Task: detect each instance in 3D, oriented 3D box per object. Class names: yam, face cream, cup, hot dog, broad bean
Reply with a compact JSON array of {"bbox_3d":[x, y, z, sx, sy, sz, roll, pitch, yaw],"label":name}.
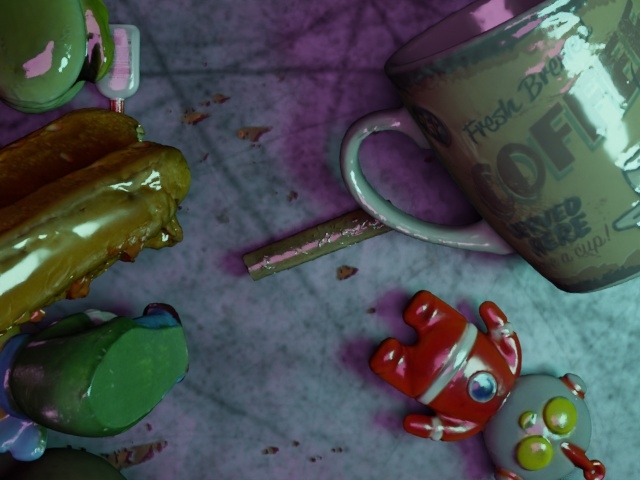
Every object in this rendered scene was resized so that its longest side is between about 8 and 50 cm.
[{"bbox_3d":[0.000,0.000,1.232,0.145,0.032,0.032,-21,96,-6],"label":"yam"},{"bbox_3d":[-0.181,-0.150,1.206,0.040,0.021,0.083,1,93,-7],"label":"face cream"},{"bbox_3d":[0.173,-0.076,1.168,0.301,0.227,0.257,-25,101,13],"label":"cup"},{"bbox_3d":[-0.259,0.008,1.099,0.349,0.158,0.117,-34,139,-35],"label":"hot dog"},{"bbox_3d":[-0.279,-0.206,1.155,0.228,0.100,0.169,27,83,-6],"label":"broad bean"}]

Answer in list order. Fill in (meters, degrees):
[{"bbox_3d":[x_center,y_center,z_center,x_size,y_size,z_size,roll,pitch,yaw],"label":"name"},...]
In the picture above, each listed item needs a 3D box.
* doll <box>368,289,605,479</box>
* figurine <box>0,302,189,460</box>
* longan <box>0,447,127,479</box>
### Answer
[{"bbox_3d":[0.163,0.149,1.241,0.245,0.076,0.142,37,87,-3],"label":"doll"},{"bbox_3d":[-0.247,0.103,1.172,0.234,0.185,0.127,-4,109,31],"label":"figurine"},{"bbox_3d":[-0.243,0.258,1.155,0.204,0.159,0.185,44,80,2],"label":"longan"}]
